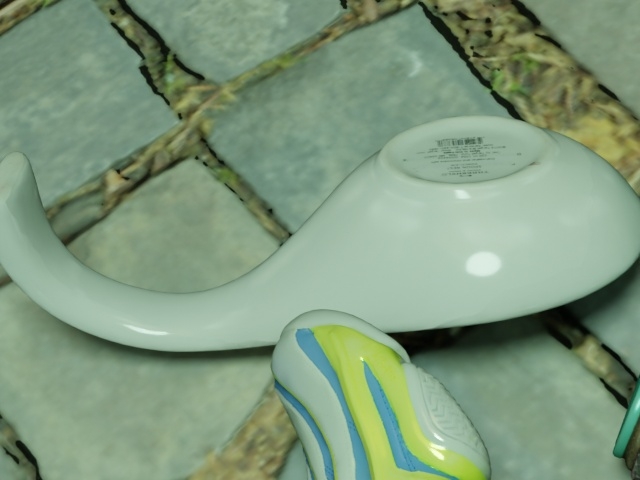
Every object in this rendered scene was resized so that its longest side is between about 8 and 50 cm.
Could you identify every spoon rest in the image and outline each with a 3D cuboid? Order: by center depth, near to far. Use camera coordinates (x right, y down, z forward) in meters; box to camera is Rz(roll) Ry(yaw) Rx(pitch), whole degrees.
[{"bbox_3d":[0.000,0.000,0.680,0.276,0.084,0.137,-2,28,5],"label":"spoon rest"}]

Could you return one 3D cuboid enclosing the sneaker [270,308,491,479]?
[{"bbox_3d":[0.018,0.127,0.552,0.126,0.091,0.240,-32,49,-10],"label":"sneaker"}]

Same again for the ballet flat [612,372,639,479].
[{"bbox_3d":[0.172,0.004,0.633,0.079,0.077,0.221,14,58,5],"label":"ballet flat"}]
